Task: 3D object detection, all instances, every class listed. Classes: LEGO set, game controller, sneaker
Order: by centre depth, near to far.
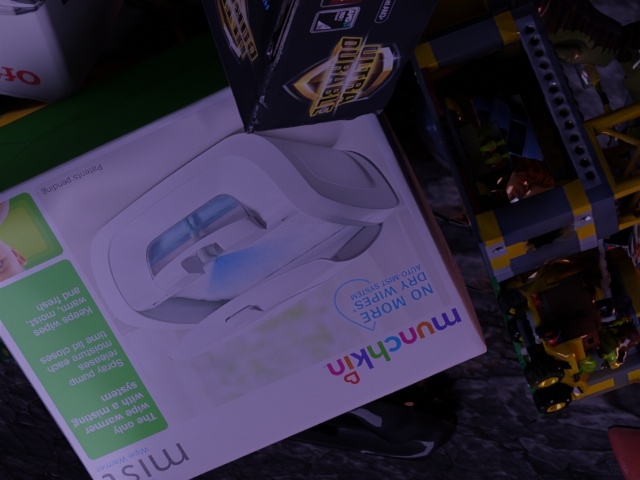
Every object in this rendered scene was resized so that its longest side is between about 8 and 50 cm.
[{"bbox_3d":[0.138,-0.097,0.725,0.192,0.331,0.255,-20,146,5],"label":"LEGO set"},{"bbox_3d":[0.121,-0.061,1.010,0.144,0.053,0.059,29,152,-31],"label":"sneaker"},{"bbox_3d":[-0.042,0.135,1.405,0.319,0.067,0.166,6,160,24],"label":"game controller"}]

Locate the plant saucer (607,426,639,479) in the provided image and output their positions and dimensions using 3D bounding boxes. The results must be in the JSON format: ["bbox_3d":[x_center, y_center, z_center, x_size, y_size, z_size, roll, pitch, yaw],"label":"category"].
[{"bbox_3d":[0.393,0.256,1.366,0.259,0.048,0.258,3,146,27],"label":"plant saucer"}]

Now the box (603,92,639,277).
[{"bbox_3d":[0.188,-0.027,0.933,0.027,0.137,0.094,9,149,22],"label":"box"}]

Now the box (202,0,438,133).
[{"bbox_3d":[-0.014,-0.236,0.580,0.073,0.295,0.293,-11,157,-17],"label":"box"}]

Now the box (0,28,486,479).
[{"bbox_3d":[-0.065,0.005,0.985,0.262,0.127,0.231,-23,115,6],"label":"box"}]

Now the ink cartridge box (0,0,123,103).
[{"bbox_3d":[-0.232,-0.203,0.950,0.172,0.100,0.237,13,149,15],"label":"ink cartridge box"}]

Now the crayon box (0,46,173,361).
[{"bbox_3d":[-0.153,-0.022,1.150,0.318,0.081,0.202,-9,114,40],"label":"crayon box"}]
